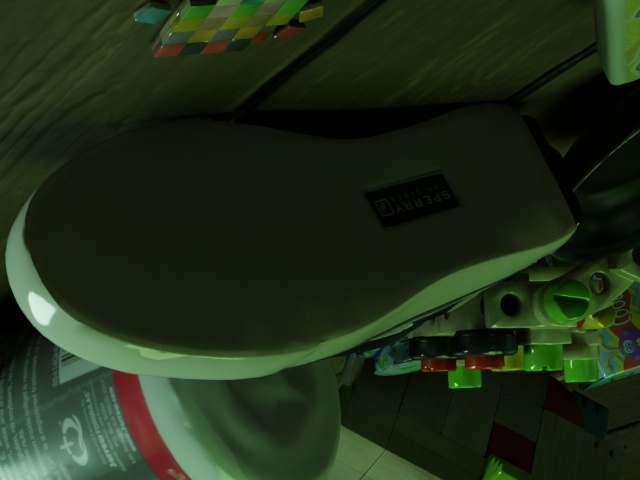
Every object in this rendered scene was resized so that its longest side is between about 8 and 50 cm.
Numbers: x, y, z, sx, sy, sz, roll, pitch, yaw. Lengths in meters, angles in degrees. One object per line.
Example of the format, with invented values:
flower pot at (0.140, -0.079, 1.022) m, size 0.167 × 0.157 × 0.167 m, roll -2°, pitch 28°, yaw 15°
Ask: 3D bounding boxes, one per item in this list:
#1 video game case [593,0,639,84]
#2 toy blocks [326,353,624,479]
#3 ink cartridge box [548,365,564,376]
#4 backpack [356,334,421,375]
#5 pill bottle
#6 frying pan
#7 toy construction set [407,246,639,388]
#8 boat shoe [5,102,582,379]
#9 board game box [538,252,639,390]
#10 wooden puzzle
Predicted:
video game case at (0.200, -0.140, 0.457) m, size 0.206 × 0.026 × 0.227 m, roll -20°, pitch 162°, yaw 9°
toy blocks at (0.160, 0.186, 1.274) m, size 0.191 × 0.381 × 0.261 m, roll -58°, pitch -175°, yaw 43°
ink cartridge box at (0.199, 0.149, 1.553) m, size 0.273 × 0.114 × 0.197 m, roll -30°, pitch 164°, yaw 39°
backpack at (0.088, 0.077, 1.156) m, size 0.114 × 0.084 × 0.105 m, roll -19°, pitch 170°, yaw -10°
pill bottle at (-0.159, 0.132, 0.828) m, size 0.318 × 0.176 × 0.176 m, roll -25°, pitch 166°, yaw 29°
frying pan at (0.192, -0.069, 0.712) m, size 0.197 × 0.053 × 0.326 m, roll -35°, pitch 154°, yaw 14°
toy construction set at (0.185, 0.045, 0.990) m, size 0.215 × 0.151 × 0.328 m, roll 0°, pitch 158°, yaw -14°
boat shoe at (-0.021, 0.022, 0.646) m, size 0.340 × 0.127 × 0.158 m, roll -8°, pitch 157°, yaw -40°
board game box at (0.379, 0.037, 1.255) m, size 0.275 × 0.142 × 0.144 m, roll -18°, pitch 168°, yaw -2°
wooden puzzle at (-0.032, -0.084, 0.465) m, size 0.083 × 0.006 × 0.049 m, roll -10°, pitch 166°, yaw -31°
